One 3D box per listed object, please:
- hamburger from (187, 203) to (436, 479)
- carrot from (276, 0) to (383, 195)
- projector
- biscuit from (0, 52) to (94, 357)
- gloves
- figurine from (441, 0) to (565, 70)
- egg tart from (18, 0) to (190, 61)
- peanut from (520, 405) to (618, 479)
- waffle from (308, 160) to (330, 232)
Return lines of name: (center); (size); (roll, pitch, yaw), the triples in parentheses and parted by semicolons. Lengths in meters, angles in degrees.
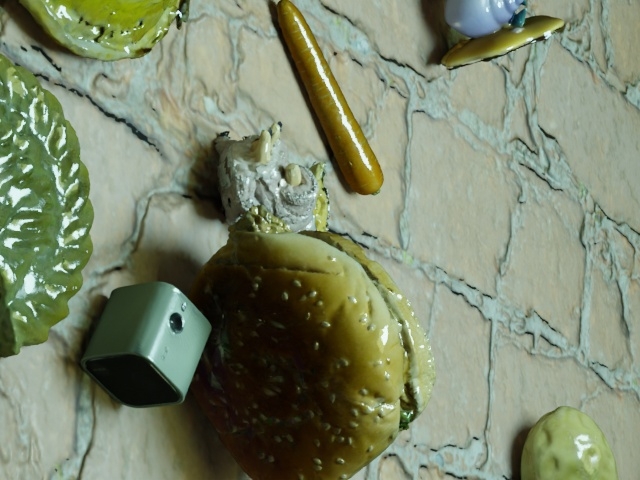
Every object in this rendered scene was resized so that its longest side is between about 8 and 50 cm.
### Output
hamburger: (-0.017, 0.101, 1.665); (0.146, 0.243, 0.286); (-20, 110, -52)
carrot: (0.009, -0.156, 1.938); (0.043, 0.043, 0.248); (-48, 119, -48)
projector: (-0.158, 0.096, 1.605); (0.083, 0.083, 0.082); (51, 45, -37)
biscuit: (-0.267, -0.054, 1.527); (0.187, 0.036, 0.274); (-47, 120, -49)
gloves: (-0.056, -0.046, 1.775); (0.094, 0.110, 0.144); (-32, 114, -8)
figurine: (0.183, -0.357, 2.135); (0.208, 0.181, 0.257); (-23, 102, -14)
egg tart: (-0.194, -0.310, 1.623); (0.295, 0.116, 0.295); (21, 63, -51)
peanut: (0.320, 0.365, 2.175); (0.147, 0.147, 0.319); (-6, 90, -55)
waffle: (0.000, 0.000, 1.905); (0.097, 0.023, 0.153); (48, 46, -40)
